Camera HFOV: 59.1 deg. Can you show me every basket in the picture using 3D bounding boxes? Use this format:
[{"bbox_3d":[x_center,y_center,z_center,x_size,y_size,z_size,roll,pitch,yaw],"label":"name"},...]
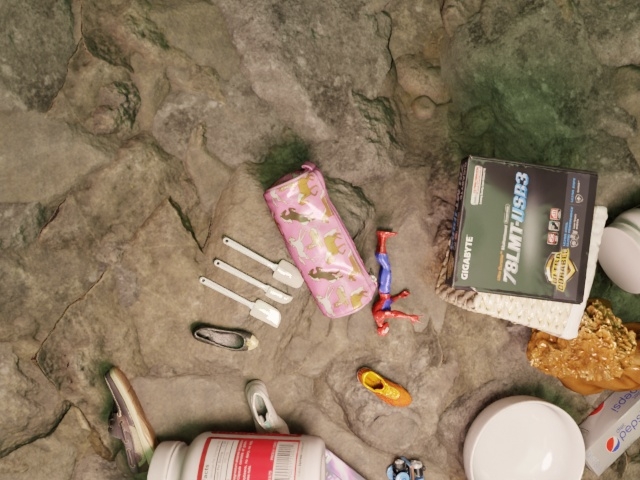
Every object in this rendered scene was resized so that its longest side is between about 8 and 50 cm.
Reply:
[{"bbox_3d":[0.493,0.042,1.445,0.266,0.331,0.329,14,91,-5],"label":"basket"}]

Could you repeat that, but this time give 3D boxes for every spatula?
[{"bbox_3d":[-0.177,0.102,1.478,0.241,0.019,0.168,30,93,-10],"label":"spatula"}]

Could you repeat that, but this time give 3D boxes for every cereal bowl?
[{"bbox_3d":[0.548,0.588,1.576,0.338,0.141,0.339,-1,94,-11],"label":"cereal bowl"}]

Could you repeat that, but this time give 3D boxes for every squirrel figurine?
[{"bbox_3d":[0.761,0.299,1.448,0.396,0.370,0.281,12,90,-25],"label":"squirrel figurine"}]

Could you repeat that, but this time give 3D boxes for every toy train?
[{"bbox_3d":[0.246,0.693,1.563,0.105,0.080,0.184,-5,92,-19],"label":"toy train"}]

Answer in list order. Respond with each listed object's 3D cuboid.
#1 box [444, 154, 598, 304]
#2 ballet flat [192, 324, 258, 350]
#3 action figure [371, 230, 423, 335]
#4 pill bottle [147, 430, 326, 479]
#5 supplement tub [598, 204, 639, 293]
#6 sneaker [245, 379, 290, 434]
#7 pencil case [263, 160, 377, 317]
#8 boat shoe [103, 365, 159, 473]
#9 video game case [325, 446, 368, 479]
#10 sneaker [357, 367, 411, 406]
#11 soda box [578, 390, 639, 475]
[{"bbox_3d":[0.441,-0.023,1.244,0.293,0.073,0.296,8,90,-4],"label":"box"},{"bbox_3d":[-0.246,0.257,1.456,0.173,0.049,0.058,11,92,-11],"label":"ballet flat"},{"bbox_3d":[0.207,0.120,1.508,0.138,0.091,0.281,6,92,-2],"label":"action figure"},{"bbox_3d":[-0.196,0.586,1.371,0.407,0.229,0.229,0,94,6],"label":"pill bottle"},{"bbox_3d":[0.969,-0.007,1.568,0.324,0.235,0.236,-23,97,-8],"label":"supplement tub"},{"bbox_3d":[-0.138,0.474,1.468,0.080,0.094,0.212,-27,98,-9],"label":"sneaker"},{"bbox_3d":[0.000,0.000,1.431,0.167,0.160,0.386,-30,98,-15],"label":"pencil case"},{"bbox_3d":[-0.482,0.454,1.401,0.092,0.103,0.286,-23,103,-13],"label":"boat shoe"},{"bbox_3d":[0.035,0.695,1.506,0.274,0.026,0.196,41,86,-9],"label":"video game case"},{"bbox_3d":[0.175,0.409,1.535,0.175,0.067,0.064,30,86,-12],"label":"sneaker"},{"bbox_3d":[0.858,0.542,1.652,0.286,0.098,0.091,-41,101,-5],"label":"soda box"}]
